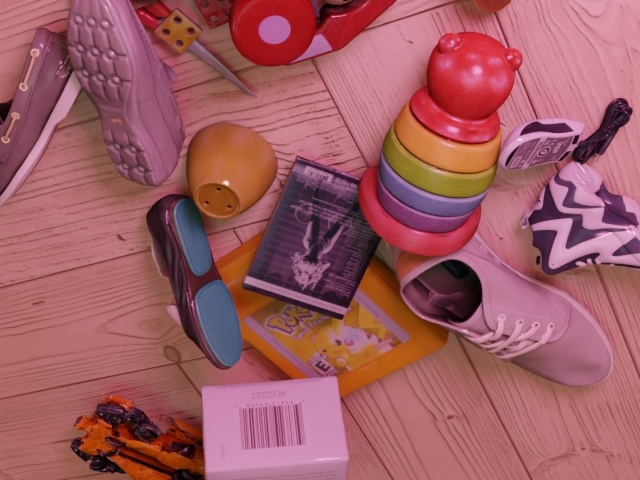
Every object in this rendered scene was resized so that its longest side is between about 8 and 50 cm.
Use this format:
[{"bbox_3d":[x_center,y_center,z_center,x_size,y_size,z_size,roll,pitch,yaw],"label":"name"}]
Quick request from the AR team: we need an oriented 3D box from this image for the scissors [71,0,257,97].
[{"bbox_3d":[-0.197,-0.289,1.427,0.297,0.021,0.109,28,129,-10],"label":"scissors"}]

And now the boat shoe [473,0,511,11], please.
[{"bbox_3d":[0.167,-0.356,1.251,0.073,0.073,0.207,-35,135,1],"label":"boat shoe"}]

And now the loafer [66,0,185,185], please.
[{"bbox_3d":[-0.251,-0.214,1.441,0.112,0.111,0.319,17,142,20],"label":"loafer"}]

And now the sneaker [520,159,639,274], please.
[{"bbox_3d":[0.381,0.009,1.513,0.235,0.094,0.153,33,131,-16],"label":"sneaker"}]

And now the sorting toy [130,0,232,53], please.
[{"bbox_3d":[-0.208,-0.350,1.344,0.132,0.046,0.274,-17,125,16],"label":"sorting toy"}]

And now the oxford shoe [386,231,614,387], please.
[{"bbox_3d":[0.267,0.114,1.605,0.449,0.130,0.169,37,125,-26],"label":"oxford shoe"}]

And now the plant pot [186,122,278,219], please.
[{"bbox_3d":[-0.136,-0.086,1.545,0.134,0.095,0.134,6,132,7],"label":"plant pot"}]

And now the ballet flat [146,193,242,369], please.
[{"bbox_3d":[-0.197,0.064,1.661,0.096,0.095,0.280,-9,100,39],"label":"ballet flat"}]

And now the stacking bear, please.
[{"bbox_3d":[0.164,-0.137,1.398,0.175,0.164,0.289,16,128,-1],"label":"stacking bear"}]

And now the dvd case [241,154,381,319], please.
[{"bbox_3d":[0.000,0.000,1.582,0.165,0.018,0.221,19,112,-14],"label":"dvd case"}]

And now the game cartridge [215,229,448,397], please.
[{"bbox_3d":[-0.005,0.112,1.722,0.285,0.052,0.324,-32,118,34],"label":"game cartridge"}]

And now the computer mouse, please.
[{"bbox_3d":[0.302,-0.134,1.388,0.193,0.042,0.106,-9,147,-29],"label":"computer mouse"}]

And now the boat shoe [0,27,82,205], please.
[{"bbox_3d":[-0.416,-0.171,1.531,0.091,0.109,0.305,31,124,-14],"label":"boat shoe"}]

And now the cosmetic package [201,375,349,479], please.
[{"bbox_3d":[-0.081,0.424,1.871,0.230,0.161,0.453,-3,141,-6],"label":"cosmetic package"}]

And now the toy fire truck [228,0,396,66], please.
[{"bbox_3d":[-0.006,-0.354,1.248,0.254,0.169,0.302,-17,129,3],"label":"toy fire truck"}]

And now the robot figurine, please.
[{"bbox_3d":[-0.318,0.385,2.017,0.291,0.085,0.211,28,131,-13],"label":"robot figurine"}]
